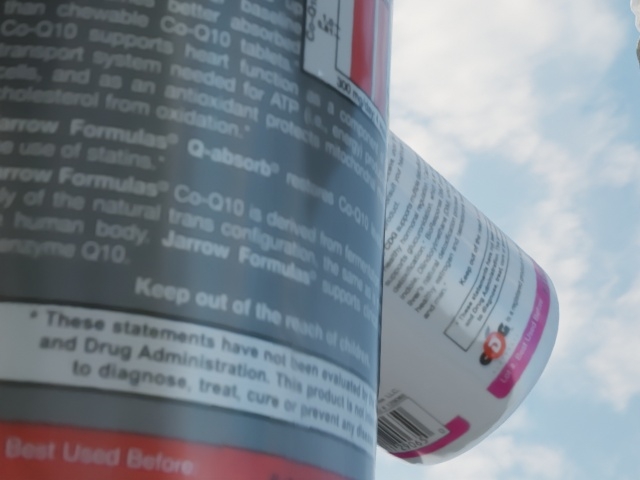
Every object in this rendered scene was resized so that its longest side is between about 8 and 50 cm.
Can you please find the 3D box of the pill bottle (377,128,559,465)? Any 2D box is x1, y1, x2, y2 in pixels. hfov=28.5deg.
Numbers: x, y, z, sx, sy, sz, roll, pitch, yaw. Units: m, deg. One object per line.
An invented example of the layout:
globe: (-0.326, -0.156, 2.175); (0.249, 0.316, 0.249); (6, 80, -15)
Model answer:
pill bottle: (0.000, 0.000, 0.777); (0.283, 0.160, 0.160); (40, -43, -22)

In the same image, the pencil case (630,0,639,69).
pencil case: (0.208, -0.254, 0.433); (0.160, 0.183, 0.411); (-136, -134, -61)

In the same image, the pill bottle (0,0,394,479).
pill bottle: (-0.078, -0.051, 0.461); (0.210, 0.210, 0.363); (-15, -117, 43)
